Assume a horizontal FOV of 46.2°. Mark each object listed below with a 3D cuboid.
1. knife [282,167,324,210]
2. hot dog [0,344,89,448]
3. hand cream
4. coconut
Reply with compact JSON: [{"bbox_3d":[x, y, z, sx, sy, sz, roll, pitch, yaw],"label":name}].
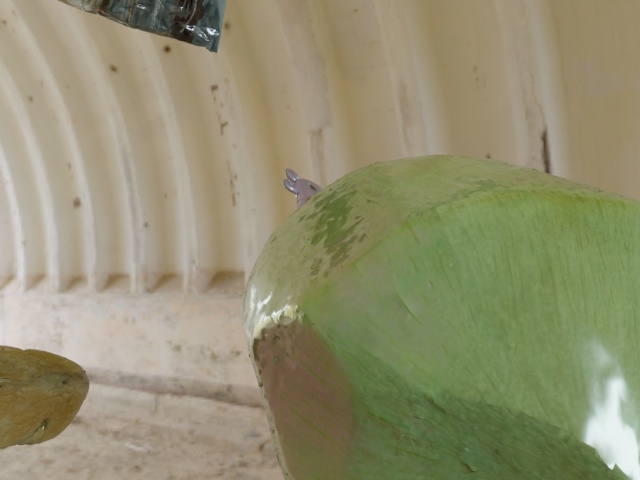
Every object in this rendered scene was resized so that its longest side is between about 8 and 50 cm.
[{"bbox_3d":[0.000,0.000,1.110,0.132,0.038,0.399,33,24,-19],"label":"knife"},{"bbox_3d":[-0.302,0.132,0.637,0.073,0.084,0.242,40,11,23],"label":"hot dog"},{"bbox_3d":[-0.228,-0.286,0.858,0.248,0.075,0.052,8,35,-29],"label":"hand cream"},{"bbox_3d":[0.103,0.085,0.479,0.281,0.328,0.328,-43,-3,-1],"label":"coconut"}]
